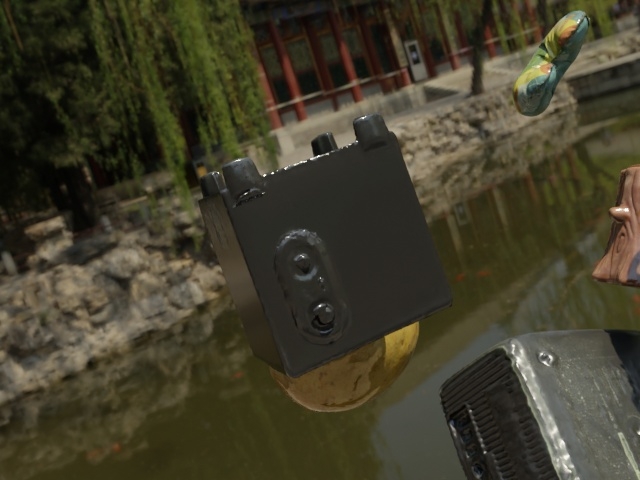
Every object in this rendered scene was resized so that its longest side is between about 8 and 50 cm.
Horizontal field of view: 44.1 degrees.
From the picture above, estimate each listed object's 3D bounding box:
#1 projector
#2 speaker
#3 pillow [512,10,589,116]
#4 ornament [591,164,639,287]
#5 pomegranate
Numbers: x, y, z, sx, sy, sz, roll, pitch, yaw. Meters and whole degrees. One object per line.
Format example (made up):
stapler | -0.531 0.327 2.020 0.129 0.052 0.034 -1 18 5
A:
projector | 0.460 0.364 1.348 0.405 0.395 0.242 4 -34 -32
speaker | 0.000 0.000 0.976 0.232 0.254 0.184 -21 7 -19
pillow | 0.473 -0.360 1.613 0.233 0.086 0.214 -57 -3 -3
ornament | 0.622 -0.016 1.420 0.235 0.218 0.221 7 -1 18
pomegranate | 0.035 0.143 1.254 0.260 0.260 0.260 -18 8 3
